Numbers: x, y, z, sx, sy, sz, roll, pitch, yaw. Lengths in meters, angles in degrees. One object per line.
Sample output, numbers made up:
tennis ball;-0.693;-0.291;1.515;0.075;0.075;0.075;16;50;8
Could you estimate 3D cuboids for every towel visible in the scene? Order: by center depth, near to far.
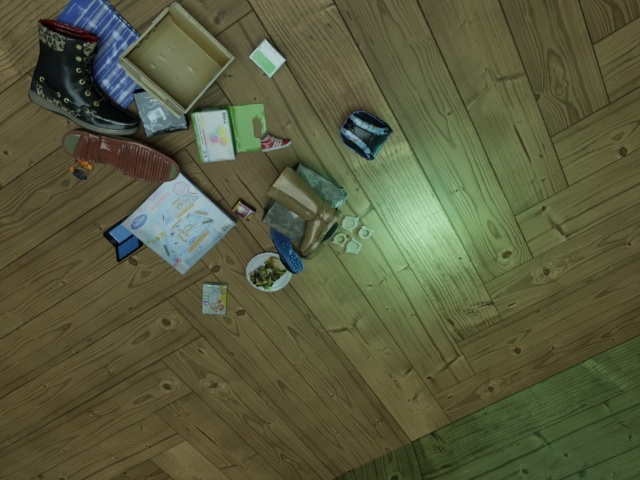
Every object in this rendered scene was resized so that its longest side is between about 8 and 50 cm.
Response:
towel;-0.738;-0.658;1.561;0.243;0.040;0.336;-39;113;15

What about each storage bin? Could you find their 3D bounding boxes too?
storage bin;-0.479;-0.594;1.501;0.260;0.123;0.262;41;76;-21

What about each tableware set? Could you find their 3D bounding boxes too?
tableware set;0.136;-0.021;1.951;0.141;0.020;0.168;26;111;-16

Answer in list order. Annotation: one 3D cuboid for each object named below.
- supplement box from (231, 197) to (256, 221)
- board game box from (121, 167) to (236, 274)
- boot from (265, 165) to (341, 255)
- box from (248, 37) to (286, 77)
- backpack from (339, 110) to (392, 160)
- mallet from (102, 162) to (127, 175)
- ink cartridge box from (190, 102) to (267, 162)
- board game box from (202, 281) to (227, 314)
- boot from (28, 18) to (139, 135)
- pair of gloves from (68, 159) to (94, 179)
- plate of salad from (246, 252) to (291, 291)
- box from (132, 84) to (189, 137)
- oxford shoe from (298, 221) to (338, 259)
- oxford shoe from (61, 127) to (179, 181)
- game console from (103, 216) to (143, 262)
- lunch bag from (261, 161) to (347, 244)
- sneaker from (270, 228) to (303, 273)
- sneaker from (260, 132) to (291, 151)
supplement box;-0.313;-0.125;1.852;0.083;0.043;0.055;34;108;-19
board game box;-0.564;-0.074;1.827;0.319;0.066;0.318;-41;112;7
boot;-0.090;-0.106;1.679;0.269;0.089;0.236;36;96;-16
box;-0.183;-0.637;1.579;0.101;0.102;0.087;41;105;-20
backpack;0.159;-0.408;1.709;0.173;0.117;0.158;27;111;-17
mallet;-0.809;-0.306;1.733;0.190;0.039;0.062;19;113;-9
ink cartridge box;-0.330;-0.403;1.685;0.255;0.097;0.188;-6;116;-1
board game box;-0.476;0.261;2.038;0.103;0.026;0.154;5;116;-6
boot;-0.790;-0.543;1.536;0.377;0.138;0.284;23;123;-5
pair of gloves;-0.926;-0.277;1.749;0.074;0.010;0.083;34;110;-19
plate of salad;-0.227;0.146;1.990;0.200;0.048;0.200;-2;117;-4
box;-0.568;-0.469;1.623;0.156;0.093;0.158;-14;118;-9
oxford shoe;0.000;0.000;1.934;0.212;0.076;0.076;-43;149;7
oxford shoe;-0.711;-0.330;1.661;0.397;0.146;0.140;19;115;-18
game console;-0.808;-0.005;1.850;0.144;0.085;0.124;-32;114;11
lunch bag;-0.062;-0.149;1.792;0.235;0.169;0.287;32;114;-17
sneaker;-0.155;0.040;1.926;0.081;0.090;0.232;-27;94;-26
sneaker;-0.173;-0.385;1.728;0.118;0.042;0.067;-18;119;-10
